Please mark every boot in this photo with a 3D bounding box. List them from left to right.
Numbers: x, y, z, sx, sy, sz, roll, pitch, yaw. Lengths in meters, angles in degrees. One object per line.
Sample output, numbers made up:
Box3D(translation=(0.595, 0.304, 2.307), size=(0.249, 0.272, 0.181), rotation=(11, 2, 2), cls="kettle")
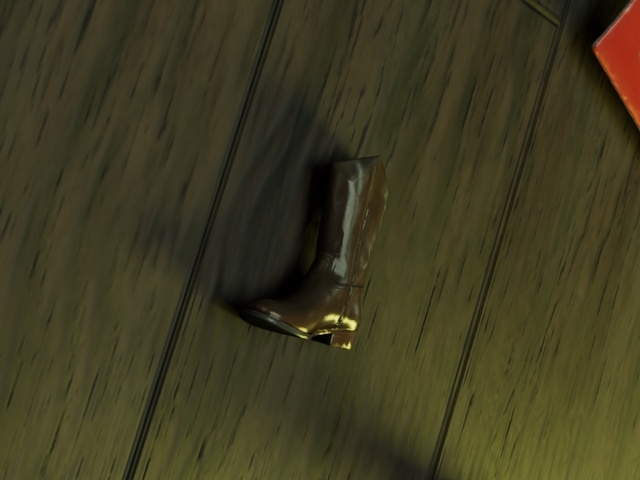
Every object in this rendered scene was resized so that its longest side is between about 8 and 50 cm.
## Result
Box3D(translation=(0.000, 0.000, 0.942), size=(0.106, 0.037, 0.114), rotation=(17, 87, -59), cls="boot")

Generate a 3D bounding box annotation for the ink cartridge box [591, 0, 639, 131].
Box3D(translation=(0.347, -0.138, 1.213), size=(0.261, 0.066, 0.296), rotation=(-53, 132, -15), cls="ink cartridge box")
